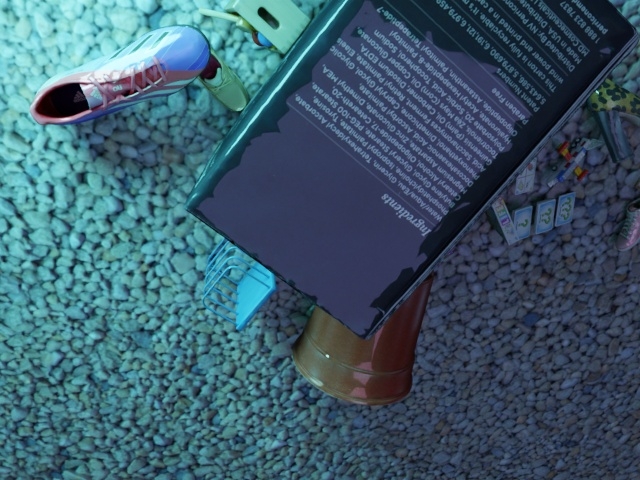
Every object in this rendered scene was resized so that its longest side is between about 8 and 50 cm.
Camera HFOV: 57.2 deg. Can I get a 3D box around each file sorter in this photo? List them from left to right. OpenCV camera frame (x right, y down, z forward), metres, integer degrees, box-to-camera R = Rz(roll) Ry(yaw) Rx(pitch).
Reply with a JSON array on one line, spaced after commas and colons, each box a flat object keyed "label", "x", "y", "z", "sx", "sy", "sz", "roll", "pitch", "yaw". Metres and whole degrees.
[{"label": "file sorter", "x": -0.169, "y": 0.073, "z": 1.191, "sx": 0.104, "sy": 0.170, "sz": 0.118, "roll": 34, "pitch": 108, "yaw": -21}]

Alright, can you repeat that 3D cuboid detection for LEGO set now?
[{"label": "LEGO set", "x": 0.497, "y": -0.120, "z": 1.246, "sx": 0.182, "sy": 0.060, "sz": 0.244, "roll": -15, "pitch": 120, "yaw": -21}]

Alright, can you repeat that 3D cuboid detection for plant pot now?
[{"label": "plant pot", "x": 0.101, "y": 0.151, "z": 1.229, "sx": 0.272, "sy": 0.272, "sz": 0.265, "roll": 9, "pitch": 113, "yaw": -14}]

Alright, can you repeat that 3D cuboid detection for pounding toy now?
[{"label": "pounding toy", "x": -0.114, "y": -0.379, "z": 0.989, "sx": 0.141, "sy": 0.130, "sz": 0.100, "roll": 36, "pitch": 95, "yaw": -25}]

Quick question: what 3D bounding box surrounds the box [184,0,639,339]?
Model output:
[{"label": "box", "x": 0.080, "y": -0.195, "z": 0.866, "sx": 0.297, "sy": 0.480, "sz": 0.472, "roll": 36, "pitch": 100, "yaw": -14}]

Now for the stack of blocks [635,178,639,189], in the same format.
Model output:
[{"label": "stack of blocks", "x": 0.826, "y": -0.062, "z": 1.215, "sx": 0.171, "sy": 0.297, "sz": 0.087, "roll": 19, "pitch": 114, "yaw": -20}]

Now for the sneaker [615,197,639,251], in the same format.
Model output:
[{"label": "sneaker", "x": 0.716, "y": -0.043, "z": 1.350, "sx": 0.070, "sy": 0.051, "sz": 0.134, "roll": 31, "pitch": 106, "yaw": -21}]

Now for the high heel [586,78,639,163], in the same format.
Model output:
[{"label": "high heel", "x": 0.672, "y": -0.295, "z": 1.197, "sx": 0.261, "sy": 0.093, "sz": 0.186, "roll": -27, "pitch": 98, "yaw": -9}]

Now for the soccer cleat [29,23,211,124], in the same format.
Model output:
[{"label": "soccer cleat", "x": -0.333, "y": -0.266, "z": 0.981, "sx": 0.318, "sy": 0.116, "sz": 0.109, "roll": -16, "pitch": 118, "yaw": 11}]

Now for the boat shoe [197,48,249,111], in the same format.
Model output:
[{"label": "boat shoe", "x": -0.191, "y": -0.295, "z": 1.050, "sx": 0.063, "sy": 0.059, "sz": 0.170, "roll": -37, "pitch": 118, "yaw": 11}]

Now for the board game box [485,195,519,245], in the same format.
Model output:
[{"label": "board game box", "x": 0.364, "y": -0.076, "z": 1.239, "sx": 0.026, "sy": 0.103, "sz": 0.154, "roll": -28, "pitch": 119, "yaw": 6}]

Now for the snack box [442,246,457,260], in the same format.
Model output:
[{"label": "snack box", "x": 0.223, "y": -0.004, "z": 1.291, "sx": 0.100, "sy": 0.037, "sz": 0.141, "roll": -35, "pitch": 118, "yaw": 12}]
